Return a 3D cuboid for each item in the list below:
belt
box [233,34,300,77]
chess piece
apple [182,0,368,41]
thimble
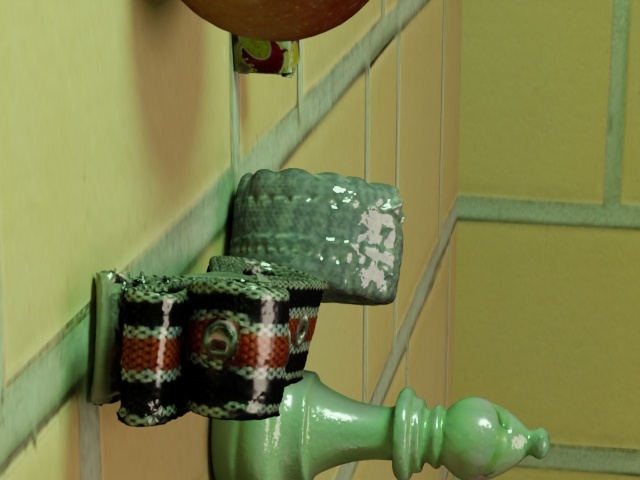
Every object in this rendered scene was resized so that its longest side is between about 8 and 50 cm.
[{"bbox_3d":[-0.062,0.063,1.198,0.359,0.126,0.094,-13,107,-81],"label":"belt"},{"bbox_3d":[-0.046,-0.233,1.404,0.041,0.050,0.207,-70,161,-63],"label":"box"},{"bbox_3d":[0.053,0.158,1.450,0.139,0.272,0.139,2,90,-80],"label":"chess piece"},{"bbox_3d":[-0.036,-0.234,1.181,0.201,0.162,0.201,-5,90,-89],"label":"apple"},{"bbox_3d":[-0.003,0.000,1.451,0.150,0.150,0.097,44,52,-77],"label":"thimble"}]
